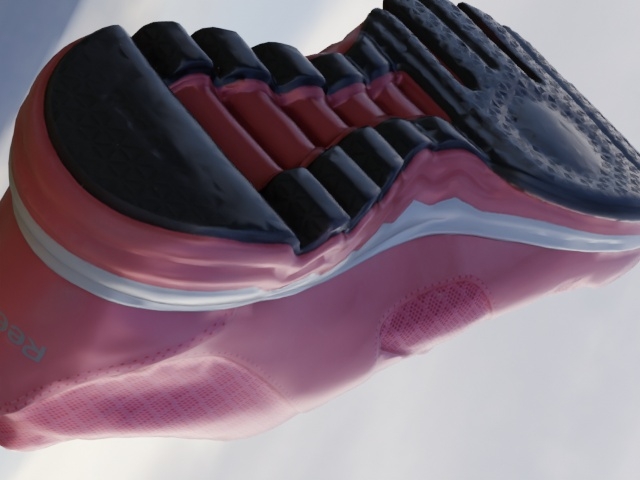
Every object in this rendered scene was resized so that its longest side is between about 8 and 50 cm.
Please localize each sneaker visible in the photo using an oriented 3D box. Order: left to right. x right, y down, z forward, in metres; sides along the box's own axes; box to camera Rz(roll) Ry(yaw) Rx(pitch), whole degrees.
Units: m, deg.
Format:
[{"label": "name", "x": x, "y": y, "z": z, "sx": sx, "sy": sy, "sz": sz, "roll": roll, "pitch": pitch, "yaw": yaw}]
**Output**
[{"label": "sneaker", "x": -0.001, "y": 0.000, "z": 0.662, "sx": 0.116, "sy": 0.314, "sz": 0.136, "roll": 52, "pitch": -56, "yaw": 26}]
